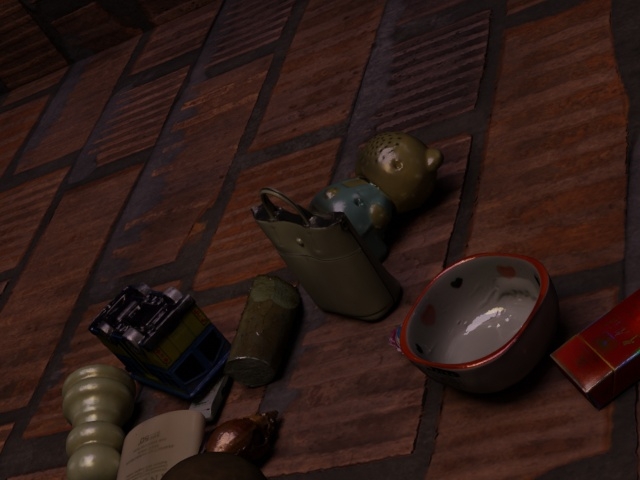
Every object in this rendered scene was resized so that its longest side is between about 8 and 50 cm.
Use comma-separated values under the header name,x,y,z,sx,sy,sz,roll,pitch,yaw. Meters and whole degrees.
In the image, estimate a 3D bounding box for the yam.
name,x,y,z,sx,sy,sz,roll,pitch,yaw
yam,-0.102,0.153,2.184,0.106,0.106,0.259,-16,38,30

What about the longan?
name,x,y,z,sx,sy,sz,roll,pitch,yaw
longan,-0.170,0.430,1.802,0.198,0.198,0.212,-9,57,37

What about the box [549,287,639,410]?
name,x,y,z,sx,sy,sz,roll,pitch,yaw
box,0.436,0.155,1.702,0.175,0.048,0.112,-37,32,-1

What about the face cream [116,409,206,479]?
name,x,y,z,sx,sy,sz,roll,pitch,yaw
face cream,-0.285,0.448,1.987,0.173,0.081,0.349,-23,34,18

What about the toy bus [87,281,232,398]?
name,x,y,z,sx,sy,sz,roll,pitch,yaw
toy bus,-0.310,0.187,2.240,0.138,0.175,0.287,-48,25,-21

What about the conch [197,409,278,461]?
name,x,y,z,sx,sy,sz,roll,pitch,yaw
conch,-0.161,0.351,1.965,0.232,0.080,0.086,-24,4,-19

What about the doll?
name,x,y,z,sx,sy,sz,roll,pitch,yaw
doll,0.110,-0.095,2.244,0.260,0.161,0.177,-44,31,-8

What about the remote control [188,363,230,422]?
name,x,y,z,sx,sy,sz,roll,pitch,yaw
remote control,-0.197,0.274,2.182,0.065,0.029,0.166,-20,30,34

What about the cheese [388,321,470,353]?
name,x,y,z,sx,sy,sz,roll,pitch,yaw
cheese,0.184,0.156,1.954,0.145,0.038,0.095,-8,42,20

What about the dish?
name,x,y,z,sx,sy,sz,roll,pitch,yaw
dish,0.261,0.142,1.825,0.256,0.117,0.256,-26,33,18

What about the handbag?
name,x,y,z,sx,sy,sz,roll,pitch,yaw
handbag,0.000,0.000,2.077,0.241,0.315,0.109,7,50,48

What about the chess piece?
name,x,y,z,sx,sy,sz,roll,pitch,yaw
chess piece,-0.417,0.368,2.183,0.144,0.144,0.251,-28,37,14
